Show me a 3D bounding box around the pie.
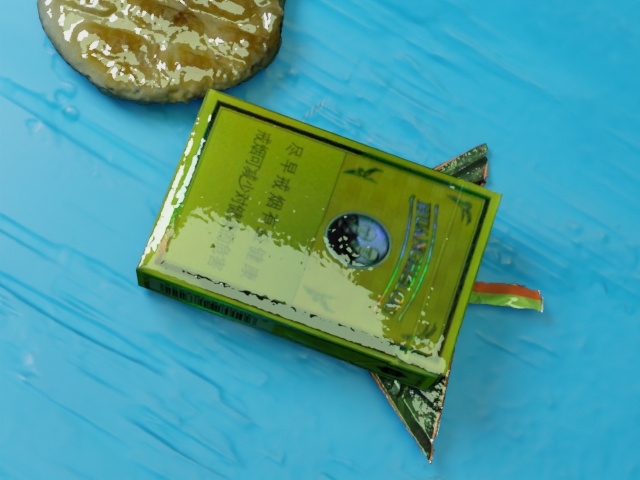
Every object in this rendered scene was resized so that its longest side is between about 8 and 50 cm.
[{"bbox_3d":[-0.105,-0.186,0.970,0.195,0.046,0.195,1,80,-7],"label":"pie"}]

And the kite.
[{"bbox_3d":[0.070,0.038,0.972,0.183,0.014,0.241,8,73,-4],"label":"kite"}]

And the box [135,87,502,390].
[{"bbox_3d":[0.000,0.000,0.935,0.220,0.064,0.141,21,73,-2],"label":"box"}]
